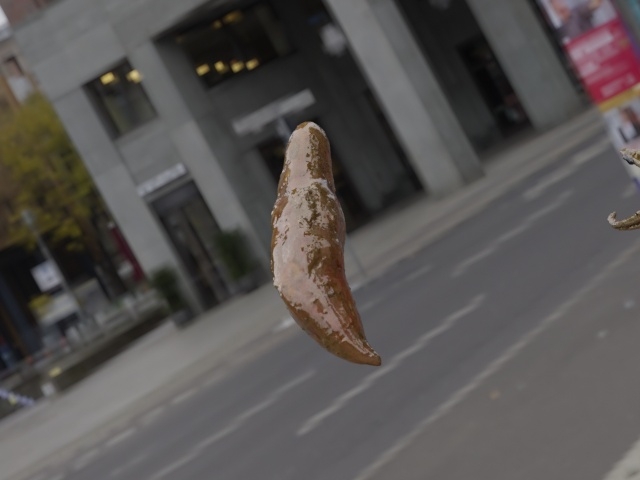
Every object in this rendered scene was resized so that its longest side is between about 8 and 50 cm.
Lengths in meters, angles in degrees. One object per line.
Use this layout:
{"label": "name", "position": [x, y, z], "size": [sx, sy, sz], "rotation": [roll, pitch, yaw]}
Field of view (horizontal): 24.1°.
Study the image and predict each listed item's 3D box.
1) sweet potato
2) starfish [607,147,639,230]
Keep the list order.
{"label": "sweet potato", "position": [-0.014, 0.006, 1.828], "size": [0.106, 0.354, 0.095], "rotation": [-11, -31, -4]}
{"label": "starfish", "position": [0.428, -0.076, 1.817], "size": [0.190, 0.074, 0.146], "rotation": [-38, -38, 11]}
